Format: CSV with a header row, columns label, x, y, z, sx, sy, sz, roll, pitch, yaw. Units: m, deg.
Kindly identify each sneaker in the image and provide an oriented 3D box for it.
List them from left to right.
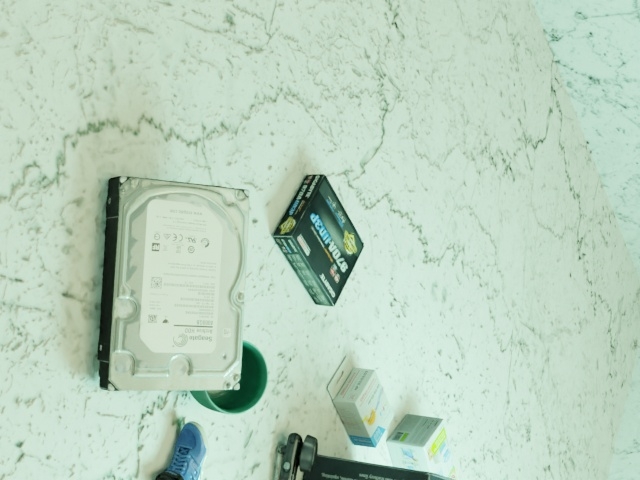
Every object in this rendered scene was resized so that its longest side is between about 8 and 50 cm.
label,x,y,z,sx,sy,sz,roll,pitch,yaw
sneaker,-0.240,0.389,1.716,0.084,0.058,0.152,6,92,-64

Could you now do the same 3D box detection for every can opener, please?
label,x,y,z,sx,sy,sz,roll,pitch,yaw
can opener,-0.063,0.471,1.983,0.059,0.073,0.186,29,76,-61

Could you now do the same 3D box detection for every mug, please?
label,x,y,z,sx,sy,sz,roll,pitch,yaw
mug,-0.172,0.223,1.760,0.129,0.097,0.158,-7,91,-32

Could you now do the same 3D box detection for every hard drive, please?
label,x,y,z,sx,sy,sz,roll,pitch,yaw
hard drive,-0.235,0.074,1.630,0.236,0.064,0.339,6,86,-32

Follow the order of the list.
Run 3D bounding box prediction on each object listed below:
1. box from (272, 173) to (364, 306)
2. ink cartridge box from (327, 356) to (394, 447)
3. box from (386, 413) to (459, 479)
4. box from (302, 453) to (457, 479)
label,x,y,z,sx,sy,sz,roll,pitch,yaw
box,0.000,0.000,2.061,0.220,0.051,0.175,60,45,-38
ink cartridge box,0.090,0.353,2.195,0.104,0.061,0.181,-55,133,-40
box,0.248,0.533,2.397,0.114,0.103,0.203,-43,125,-46
box,0.108,0.658,2.029,0.212,0.293,0.396,31,66,-51
